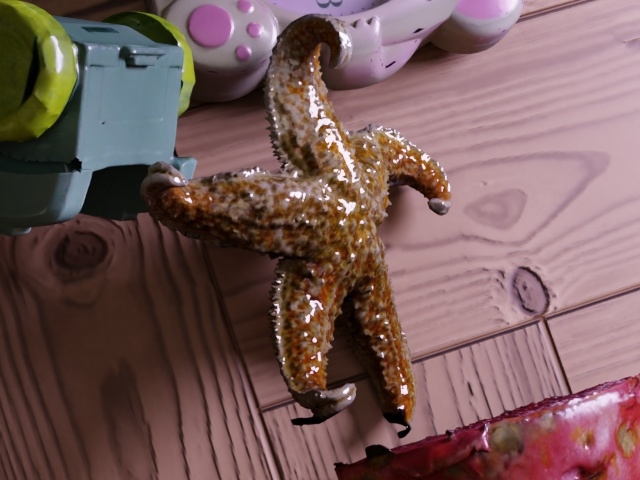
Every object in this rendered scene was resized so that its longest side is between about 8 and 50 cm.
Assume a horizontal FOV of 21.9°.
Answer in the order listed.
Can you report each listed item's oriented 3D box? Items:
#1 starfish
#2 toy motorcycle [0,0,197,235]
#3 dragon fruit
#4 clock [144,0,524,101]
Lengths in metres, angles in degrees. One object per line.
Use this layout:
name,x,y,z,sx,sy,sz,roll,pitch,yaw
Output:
starfish,0.001,0.000,1.241,0.312,0.113,0.303,33,57,-43
toy motorcycle,-0.268,-0.088,1.228,0.327,0.191,0.199,8,98,26
dragon fruit,0.172,0.220,1.273,0.262,0.134,0.211,-19,92,-14
clock,0.002,-0.261,1.348,0.310,0.114,0.283,-6,79,-12
